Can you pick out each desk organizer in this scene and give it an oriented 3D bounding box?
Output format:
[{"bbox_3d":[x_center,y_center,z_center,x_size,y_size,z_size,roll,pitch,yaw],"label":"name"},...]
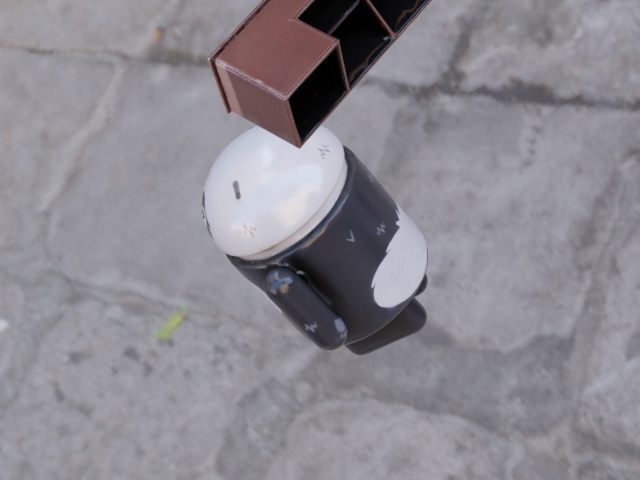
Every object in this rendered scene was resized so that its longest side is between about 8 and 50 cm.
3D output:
[{"bbox_3d":[0.005,-0.114,0.711,0.050,0.047,0.130,31,68,25],"label":"desk organizer"}]

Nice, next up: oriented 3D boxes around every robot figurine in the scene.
[{"bbox_3d":[-0.002,0.000,1.425,0.173,0.278,0.209,-47,31,-7],"label":"robot figurine"}]
